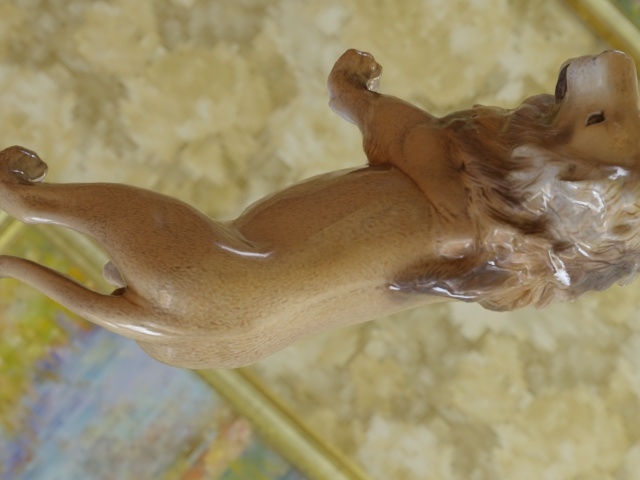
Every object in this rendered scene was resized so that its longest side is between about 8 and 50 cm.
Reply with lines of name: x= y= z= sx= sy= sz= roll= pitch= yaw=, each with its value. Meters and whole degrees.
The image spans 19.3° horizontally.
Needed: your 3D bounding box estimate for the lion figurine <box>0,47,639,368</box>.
lion figurine: x=0.000 y=0.000 z=1.036 sx=0.392 sy=0.142 sz=0.240 roll=-24 pitch=-146 yaw=-14
